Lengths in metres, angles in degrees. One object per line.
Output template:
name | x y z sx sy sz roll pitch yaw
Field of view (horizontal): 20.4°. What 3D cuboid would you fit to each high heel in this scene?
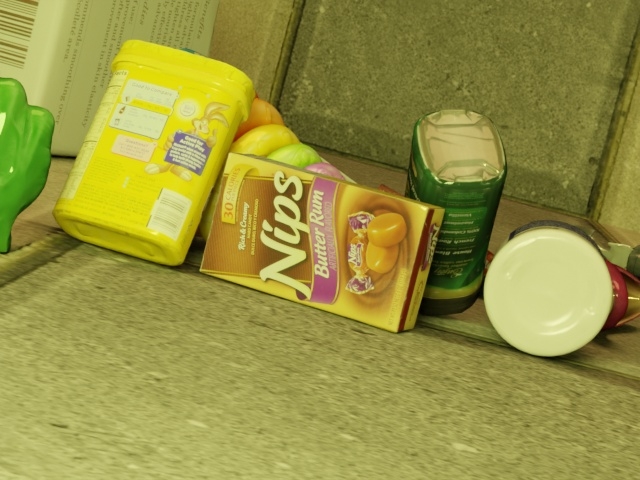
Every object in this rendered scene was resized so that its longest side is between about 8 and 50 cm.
high heel | 0.309 0.059 1.817 0.117 0.082 0.244 4 -6 -5

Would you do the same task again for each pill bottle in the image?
pill bottle | 0.206 0.038 1.612 0.112 0.112 0.187 15 7 6

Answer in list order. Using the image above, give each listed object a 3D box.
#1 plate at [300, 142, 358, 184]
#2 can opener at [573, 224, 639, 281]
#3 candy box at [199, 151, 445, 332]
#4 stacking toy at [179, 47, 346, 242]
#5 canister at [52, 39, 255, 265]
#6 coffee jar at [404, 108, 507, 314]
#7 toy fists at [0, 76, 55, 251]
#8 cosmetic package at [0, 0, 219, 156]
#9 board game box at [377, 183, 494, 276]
plate | -0.025 -0.079 1.902 0.278 0.045 0.277 37 1 -36
can opener | 0.386 0.056 2.157 0.283 0.076 0.095 18 40 27
candy box | 0.000 0.000 1.507 0.187 0.109 0.053 16 6 21
stacking toy | -0.042 -0.035 1.617 0.302 0.165 0.175 33 6 28
canister | -0.143 -0.074 1.523 0.126 0.170 0.073 16 -21 13
coffee jar | 0.112 -0.021 1.573 0.079 0.184 0.096 -2 47 -7
toy fists | -0.345 -0.091 1.377 0.279 0.142 0.096 15 6 -1
cosmetic package | -0.365 -0.296 2.280 0.327 0.329 0.394 16 6 23
board game box | 0.147 0.003 1.964 0.145 0.027 0.281 33 2 -14
